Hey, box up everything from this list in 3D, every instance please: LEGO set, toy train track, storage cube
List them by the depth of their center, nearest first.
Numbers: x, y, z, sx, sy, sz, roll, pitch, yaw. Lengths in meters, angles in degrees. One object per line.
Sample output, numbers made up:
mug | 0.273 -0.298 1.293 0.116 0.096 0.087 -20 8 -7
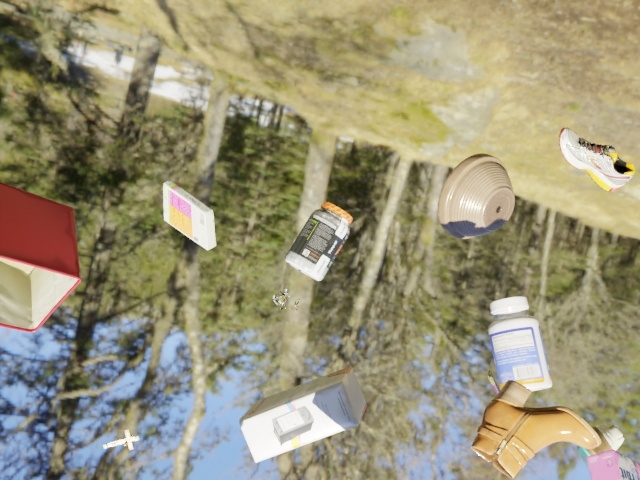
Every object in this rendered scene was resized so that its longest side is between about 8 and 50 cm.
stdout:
storage cube | -0.589 0.031 1.340 0.215 0.183 0.193 22 -145 -42
toy train track | -0.461 0.467 1.634 0.083 0.048 0.014 -13 -176 -4
LEGO set | -0.089 0.149 1.737 0.023 0.054 0.083 -2 141 48

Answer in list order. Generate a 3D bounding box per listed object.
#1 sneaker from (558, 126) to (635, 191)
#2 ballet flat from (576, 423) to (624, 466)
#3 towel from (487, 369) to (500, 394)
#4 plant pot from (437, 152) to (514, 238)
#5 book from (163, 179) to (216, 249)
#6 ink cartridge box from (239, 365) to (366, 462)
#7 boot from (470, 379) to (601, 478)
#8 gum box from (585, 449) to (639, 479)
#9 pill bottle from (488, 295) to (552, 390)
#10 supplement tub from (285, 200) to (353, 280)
sneaker | 0.698 -0.220 1.788 0.225 0.088 0.092 32 144 -12
ballet flat | 0.803 0.582 2.021 0.116 0.124 0.342 61 -174 29
towel | 0.400 0.336 1.592 0.009 0.083 0.060 -27 176 13
plant pot | 0.433 -0.102 1.863 0.237 0.238 0.109 10 -164 -40
book | -0.275 -0.054 1.475 0.035 0.096 0.144 -31 -130 -34
ink cartridge box | -0.041 0.473 1.949 0.306 0.131 0.226 -24 178 10
boot | 0.378 0.357 1.253 0.197 0.152 0.073 26 152 25
gum box | 0.629 0.512 1.459 0.062 0.107 0.188 -29 137 32
pill bottle | 0.583 0.310 2.095 0.152 0.272 0.152 -7 163 -2
supplement tub | 0.000 0.000 1.863 0.117 0.190 0.117 31 175 3
